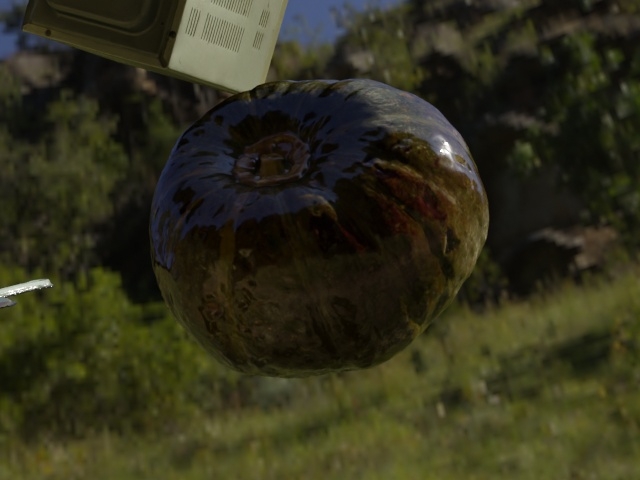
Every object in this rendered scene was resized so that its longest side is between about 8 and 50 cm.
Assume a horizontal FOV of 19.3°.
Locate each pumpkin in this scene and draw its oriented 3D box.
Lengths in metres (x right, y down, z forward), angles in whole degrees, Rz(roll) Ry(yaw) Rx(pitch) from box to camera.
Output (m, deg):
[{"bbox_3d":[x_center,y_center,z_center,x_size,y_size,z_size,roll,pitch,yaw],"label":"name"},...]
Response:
[{"bbox_3d":[0.000,0.000,1.184,0.219,0.219,0.162,-15,-52,3],"label":"pumpkin"}]

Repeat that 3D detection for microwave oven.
[{"bbox_3d":[-0.107,-0.246,1.407,0.194,0.145,0.241,11,-84,-63],"label":"microwave oven"}]

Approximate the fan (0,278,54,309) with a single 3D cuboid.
[{"bbox_3d":[-0.272,0.049,1.396,0.152,0.008,0.226,-6,5,33],"label":"fan"}]
